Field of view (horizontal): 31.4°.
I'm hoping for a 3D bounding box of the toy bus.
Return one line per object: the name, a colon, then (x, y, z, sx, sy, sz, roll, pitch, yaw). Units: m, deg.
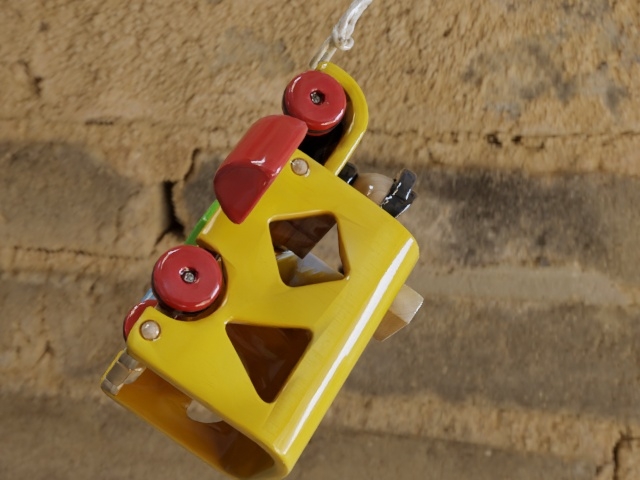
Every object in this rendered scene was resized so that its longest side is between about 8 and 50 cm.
toy bus: (-0.008, 0.011, 0.510, 0.104, 0.191, 0.202, 36, -69, -4)
